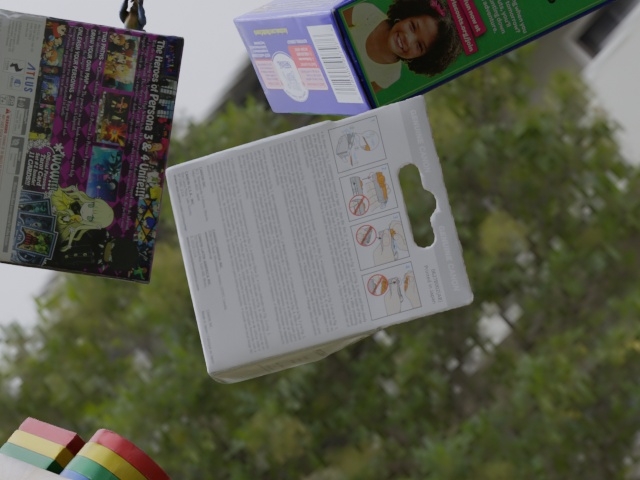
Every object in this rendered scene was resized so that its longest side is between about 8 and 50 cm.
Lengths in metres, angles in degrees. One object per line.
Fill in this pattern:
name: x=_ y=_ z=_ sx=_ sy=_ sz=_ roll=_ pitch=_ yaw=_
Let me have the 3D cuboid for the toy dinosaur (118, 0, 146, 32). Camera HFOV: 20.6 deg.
toy dinosaur: x=-0.177 y=-0.204 z=1.729 sx=0.090 sy=0.047 sz=0.082 roll=-50 pitch=-37 yaw=-43

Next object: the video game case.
video game case: x=-0.244 y=-0.087 z=1.614 sx=0.042 sy=0.210 sz=0.232 roll=158 pitch=120 yaw=-83

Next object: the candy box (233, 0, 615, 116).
candy box: x=0.111 y=-0.239 z=1.773 sx=0.317 sy=0.122 sz=0.268 roll=-29 pitch=15 yaw=-18

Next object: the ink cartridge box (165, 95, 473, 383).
ink cartridge box: x=0.000 y=0.000 z=1.418 sx=0.224 sy=0.181 sz=0.056 roll=-15 pitch=-15 yaw=10

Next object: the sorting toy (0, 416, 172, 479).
sorting toy: x=-0.174 y=0.255 z=1.519 sx=0.089 sy=0.255 sz=0.257 roll=-49 pitch=-59 yaw=-23
